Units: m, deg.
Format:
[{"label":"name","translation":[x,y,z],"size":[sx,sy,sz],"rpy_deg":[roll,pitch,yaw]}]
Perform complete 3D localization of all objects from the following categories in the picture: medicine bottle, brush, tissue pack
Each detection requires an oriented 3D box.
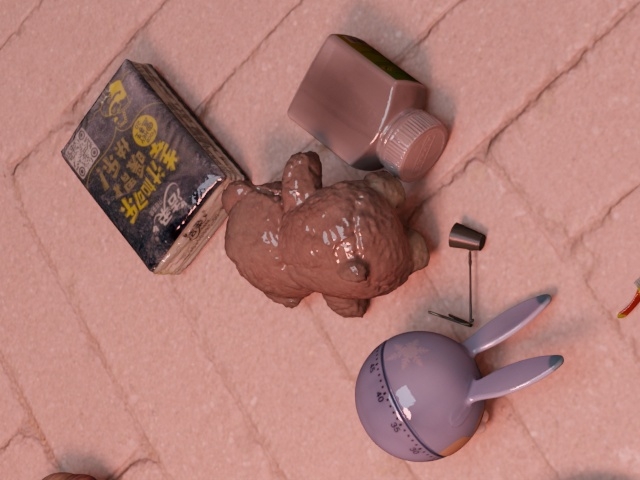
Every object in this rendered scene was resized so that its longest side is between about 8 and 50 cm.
[{"label":"medicine bottle","translation":[0.065,-0.160,1.911],"size":[0.188,0.088,0.132],"rpy_deg":[41,111,28]},{"label":"brush","translation":[0.369,0.058,1.739],"size":[0.083,0.019,0.021],"rpy_deg":[-50,54,22]},{"label":"tissue pack","translation":[-0.239,-0.103,2.118],"size":[0.257,0.081,0.185],"rpy_deg":[50,114,25]}]

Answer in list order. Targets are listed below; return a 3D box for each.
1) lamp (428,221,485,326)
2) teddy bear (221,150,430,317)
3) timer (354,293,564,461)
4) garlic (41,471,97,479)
[{"label":"lamp","translation":[0.178,0.042,1.861],"size":[0.054,0.041,0.121],"rpy_deg":[15,93,25]},{"label":"teddy bear","translation":[0.000,0.000,1.906],"size":[0.267,0.151,0.236],"rpy_deg":[-1,118,50]},{"label":"timer","translation":[0.168,0.178,1.810],"size":[0.255,0.175,0.175],"rpy_deg":[-11,81,6]},{"label":"garlic","translation":[-0.351,0.400,2.160],"size":[0.159,0.102,0.147],"rpy_deg":[-28,86,42]}]
